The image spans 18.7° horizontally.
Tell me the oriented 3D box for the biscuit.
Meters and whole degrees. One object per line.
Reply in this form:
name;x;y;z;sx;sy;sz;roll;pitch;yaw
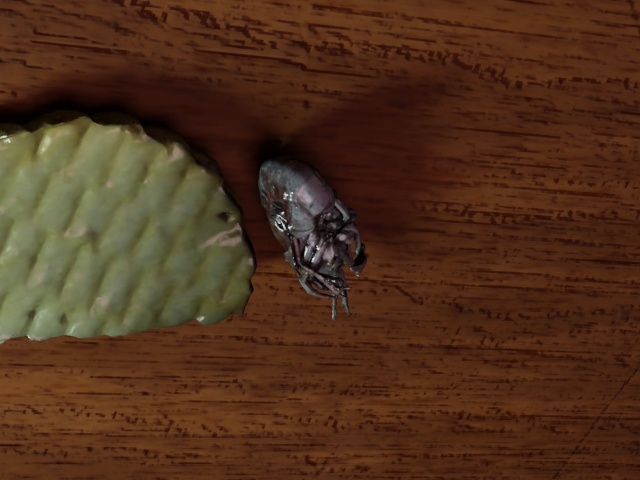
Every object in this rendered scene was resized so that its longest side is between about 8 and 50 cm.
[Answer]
biscuit;-0.169;-0.005;1.206;0.274;0.036;0.187;-6;132;-19

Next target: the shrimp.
shrimp;0.000;0.000;1.268;0.056;0.065;0.165;-47;137;-13
